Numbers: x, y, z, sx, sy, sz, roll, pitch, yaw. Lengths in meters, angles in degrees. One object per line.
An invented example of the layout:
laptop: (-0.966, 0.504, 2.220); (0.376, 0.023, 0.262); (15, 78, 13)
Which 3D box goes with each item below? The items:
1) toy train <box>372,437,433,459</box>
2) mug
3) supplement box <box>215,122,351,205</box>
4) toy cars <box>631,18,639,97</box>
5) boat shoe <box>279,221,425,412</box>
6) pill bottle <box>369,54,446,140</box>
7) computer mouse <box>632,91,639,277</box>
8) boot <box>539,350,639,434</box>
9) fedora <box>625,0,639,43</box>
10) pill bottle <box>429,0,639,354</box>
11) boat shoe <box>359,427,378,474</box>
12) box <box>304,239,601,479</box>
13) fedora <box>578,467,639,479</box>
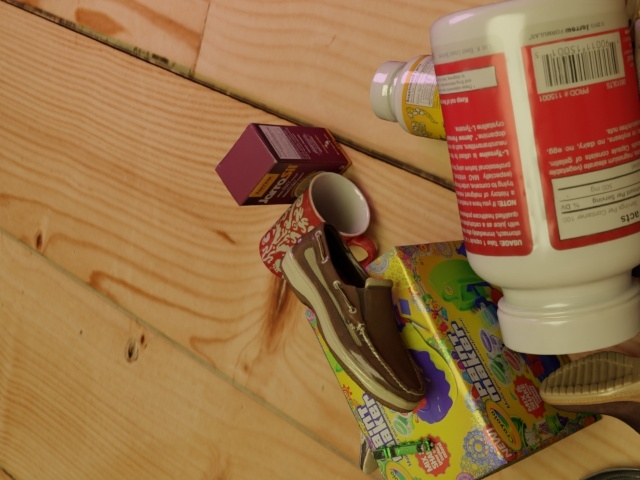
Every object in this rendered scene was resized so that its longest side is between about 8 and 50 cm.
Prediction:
toy train: (0.098, 0.250, 1.176); (0.083, 0.023, 0.017); (-20, 81, 39)
mug: (-0.008, 0.000, 1.542); (0.169, 0.113, 0.150); (-41, 73, 42)
supplement box: (-0.056, -0.116, 1.526); (0.104, 0.188, 0.081); (-47, 65, 30)
toy cars: (0.459, -0.286, 1.130); (0.176, 0.087, 0.394); (39, 106, 40)
boat shoe: (0.048, 0.082, 1.164); (0.095, 0.095, 0.257); (-50, 63, 22)
pill bottle: (0.177, -0.198, 1.381); (0.208, 0.117, 0.118); (15, 102, 36)
computer mouse: (0.401, -0.072, 1.260); (0.071, 0.041, 0.242); (-8, 87, 39)
boot: (0.408, 0.233, 1.187); (0.248, 0.090, 0.207); (-13, 114, 35)
fedora: (0.339, -0.302, 1.270); (0.194, 0.079, 0.194); (4, 96, 39)
pill bottle: (0.273, -0.083, 1.180); (0.229, 0.229, 0.408); (-4, 101, 39)
boat shoe: (0.082, 0.295, 1.533); (0.043, 0.049, 0.137); (21, 103, 39)
box: (0.177, 0.167, 1.301); (0.177, 0.279, 0.290); (-38, 71, 34)
fedora: (0.400, 0.425, 1.238); (0.244, 0.124, 0.275); (-45, 66, 32)
